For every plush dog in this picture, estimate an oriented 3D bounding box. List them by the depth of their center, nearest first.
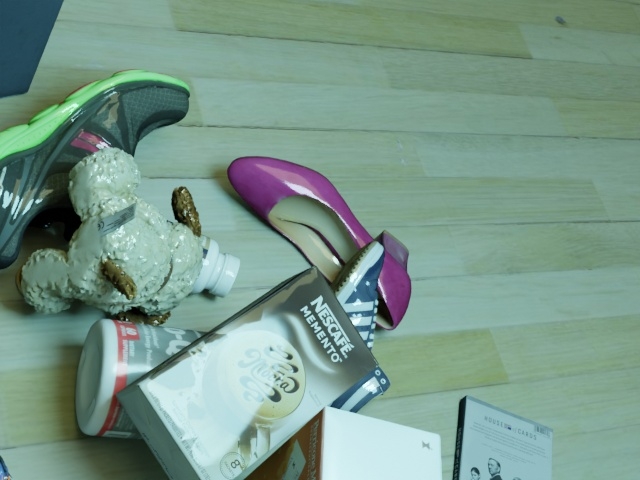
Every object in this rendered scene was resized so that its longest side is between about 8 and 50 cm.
[{"bbox_3d":[-0.257,0.026,1.508,0.211,0.262,0.225,33,11,34],"label":"plush dog"}]

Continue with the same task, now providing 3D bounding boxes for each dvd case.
[{"bbox_3d":[0.303,0.391,1.759,0.179,0.029,0.238,24,50,-14],"label":"dvd case"}]

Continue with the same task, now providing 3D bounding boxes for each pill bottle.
[{"bbox_3d":[-0.190,0.207,1.509,0.283,0.161,0.161,10,55,-25],"label":"pill bottle"},{"bbox_3d":[-0.216,0.028,1.663,0.169,0.094,0.094,23,50,-15],"label":"pill bottle"}]

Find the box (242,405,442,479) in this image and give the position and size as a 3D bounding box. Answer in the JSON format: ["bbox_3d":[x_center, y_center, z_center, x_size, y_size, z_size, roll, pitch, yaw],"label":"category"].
[{"bbox_3d":[0.001,0.392,1.370,0.168,0.345,0.215,18,51,-19],"label":"box"}]

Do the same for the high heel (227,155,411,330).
[{"bbox_3d":[0.000,0.000,1.779,0.377,0.127,0.181,28,39,-15],"label":"high heel"}]

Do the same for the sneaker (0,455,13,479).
[{"bbox_3d":[-0.422,0.322,1.345,0.083,0.087,0.221,-33,79,-40],"label":"sneaker"}]

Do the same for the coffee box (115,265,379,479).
[{"bbox_3d":[-0.093,0.184,1.403,0.297,0.119,0.168,-34,92,-30],"label":"coffee box"}]

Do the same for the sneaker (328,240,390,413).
[{"bbox_3d":[0.064,0.149,1.701,0.153,0.099,0.282,33,75,-7],"label":"sneaker"}]

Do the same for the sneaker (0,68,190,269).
[{"bbox_3d":[-0.377,-0.112,1.642,0.483,0.185,0.202,-40,101,-38],"label":"sneaker"}]

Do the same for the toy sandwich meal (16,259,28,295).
[{"bbox_3d":[-0.409,0.059,1.572,0.086,0.029,0.085,15,53,-21],"label":"toy sandwich meal"}]

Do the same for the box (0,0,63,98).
[{"bbox_3d":[-0.549,-0.430,1.619,0.179,0.343,0.312,-18,70,-38],"label":"box"}]
